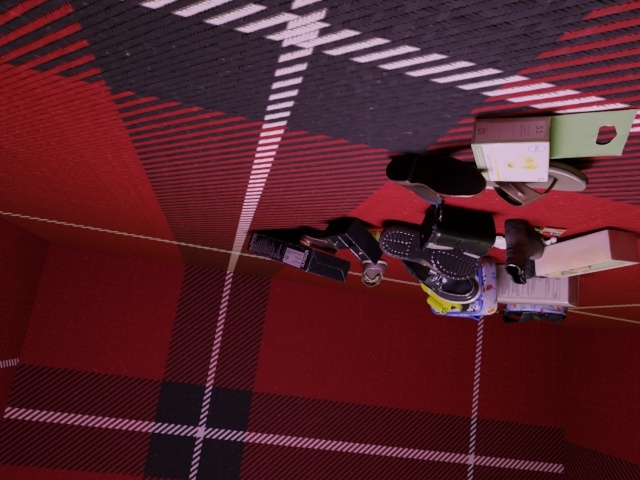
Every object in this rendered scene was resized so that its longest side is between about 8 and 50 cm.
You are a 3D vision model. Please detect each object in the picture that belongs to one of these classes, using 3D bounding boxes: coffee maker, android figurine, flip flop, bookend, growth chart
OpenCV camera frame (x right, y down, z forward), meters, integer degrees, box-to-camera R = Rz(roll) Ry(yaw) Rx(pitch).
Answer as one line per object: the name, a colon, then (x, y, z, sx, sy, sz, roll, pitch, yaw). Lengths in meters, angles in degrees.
coffee maker: (0.377, -0.025, 1.282, 0.179, 0.120, 0.171, 8, 167, -4)
android figurine: (0.464, 0.151, 1.811, 0.056, 0.248, 0.273, -11, -147, -29)
flip flop: (0.388, -0.110, 0.970, 0.277, 0.080, 0.112, 3, 167, 24)
bookend: (0.104, 0.011, 1.591, 0.156, 0.072, 0.157, 46, 153, -21)
growth chart: (0.627, 0.007, 1.500, 0.238, 0.021, 0.172, 3, 166, 25)

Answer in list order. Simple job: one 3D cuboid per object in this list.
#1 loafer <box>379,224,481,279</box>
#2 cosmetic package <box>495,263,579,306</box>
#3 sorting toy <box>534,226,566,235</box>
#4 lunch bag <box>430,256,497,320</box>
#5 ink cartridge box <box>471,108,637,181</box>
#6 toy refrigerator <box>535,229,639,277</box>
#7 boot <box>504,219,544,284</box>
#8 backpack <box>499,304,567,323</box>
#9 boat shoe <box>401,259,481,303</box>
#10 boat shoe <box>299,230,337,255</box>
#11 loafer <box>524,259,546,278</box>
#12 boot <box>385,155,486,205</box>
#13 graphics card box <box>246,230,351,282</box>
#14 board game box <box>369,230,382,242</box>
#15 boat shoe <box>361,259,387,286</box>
loafer: (0.358, 0.019, 1.559, 0.366, 0.133, 0.130, 20, -167, -12)
cosmetic package: (0.824, 0.172, 1.840, 0.296, 0.153, 0.129, -2, 166, 45)
sorting toy: (0.648, -0.026, 1.354, 0.084, 0.012, 0.062, 6, 168, 7)
lunch bag: (0.553, 0.187, 1.852, 0.115, 0.242, 0.303, 8, 169, -25)
ink cartridge box: (0.393, -0.156, 0.820, 0.235, 0.056, 0.171, 5, 167, 25)
toy refrigerator: (0.760, 0.049, 1.375, 0.103, 0.094, 0.269, 6, 166, -18)
boot: (0.576, 0.055, 1.365, 0.084, 0.161, 0.247, -4, 157, 38)
backpack: (0.918, 0.253, 2.010, 0.277, 0.212, 0.263, -2, 176, 12)
boat shoe: (0.412, 0.113, 1.685, 0.113, 0.127, 0.340, 39, 180, -36)
boat shoe: (0.000, 0.000, 1.776, 0.073, 0.073, 0.207, 28, -174, 35)
loafer: (0.709, 0.086, 1.658, 0.268, 0.096, 0.084, 14, 178, -40)
boot: (0.250, -0.119, 0.974, 0.219, 0.082, 0.106, 22, 177, 41)
graphics card box: (-0.090, 0.062, 1.877, 0.371, 0.094, 0.233, 14, 175, 43)
board game box: (0.236, 0.011, 1.729, 0.181, 0.043, 0.092, 17, 165, -37)
boat shoe: (0.250, 0.156, 2.269, 0.117, 0.096, 0.324, 8, 168, 3)
